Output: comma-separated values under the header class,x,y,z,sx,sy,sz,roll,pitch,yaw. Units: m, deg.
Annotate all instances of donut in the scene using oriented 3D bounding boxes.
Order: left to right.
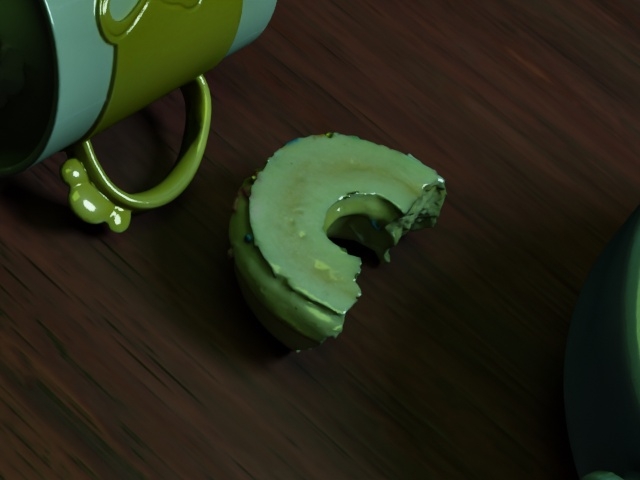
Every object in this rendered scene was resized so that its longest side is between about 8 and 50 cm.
class,x,y,z,sx,sy,sz,roll,pitch,yaw
donut,-0.002,-0.004,1.171,0.108,0.065,0.166,31,49,9

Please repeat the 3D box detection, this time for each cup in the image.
class,x,y,z,sx,sy,sz,roll,pitch,yaw
cup,-0.141,-0.132,1.183,0.226,0.185,0.241,-29,98,-42

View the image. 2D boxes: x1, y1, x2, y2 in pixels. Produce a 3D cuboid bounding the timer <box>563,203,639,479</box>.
class,x,y,z,sx,sy,sz,roll,pitch,yaw
timer,0.311,0.104,1.102,0.395,0.173,0.395,5,66,-12
